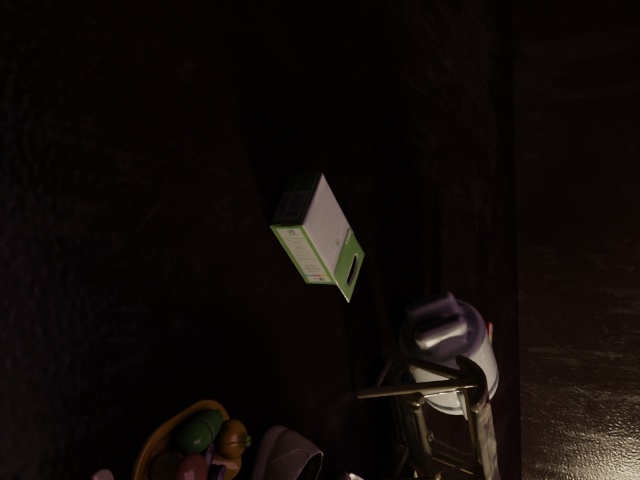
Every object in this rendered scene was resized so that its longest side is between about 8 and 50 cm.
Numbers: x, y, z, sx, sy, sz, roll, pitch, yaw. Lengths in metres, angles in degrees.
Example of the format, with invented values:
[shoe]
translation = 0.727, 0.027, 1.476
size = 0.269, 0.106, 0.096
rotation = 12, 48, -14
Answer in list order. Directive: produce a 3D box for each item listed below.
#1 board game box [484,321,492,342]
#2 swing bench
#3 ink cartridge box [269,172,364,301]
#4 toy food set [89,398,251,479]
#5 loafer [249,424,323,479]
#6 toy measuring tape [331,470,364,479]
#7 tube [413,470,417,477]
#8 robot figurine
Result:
[board game box]
translation = 0.388, 0.319, 1.596
size = 0.045, 0.147, 0.193
rotation = 37, 56, -56
[swing bench]
translation = 0.234, 0.374, 1.184
size = 0.165, 0.254, 0.253
rotation = -42, 126, -55
[ink cartridge box]
translation = 0.000, 0.000, 0.963
size = 0.209, 0.062, 0.109
rotation = 59, 40, -44
[toy food set]
translation = -0.144, 0.269, 0.668
size = 0.218, 0.071, 0.128
rotation = -23, 109, -60
[loafer]
translation = -0.059, 0.394, 0.800
size = 0.102, 0.092, 0.268
rotation = 41, 54, -55
[toy measuring tape]
translation = 0.122, 0.531, 1.109
size = 0.330, 0.121, 0.121
rotation = 50, 46, -46
[tube]
translation = 0.207, 0.663, 1.340
size = 0.070, 0.062, 0.240
rotation = -57, -173, 43
[robot figurine]
translation = 0.307, 0.278, 1.384
size = 0.300, 0.200, 0.353
rotation = -99, 166, -48
